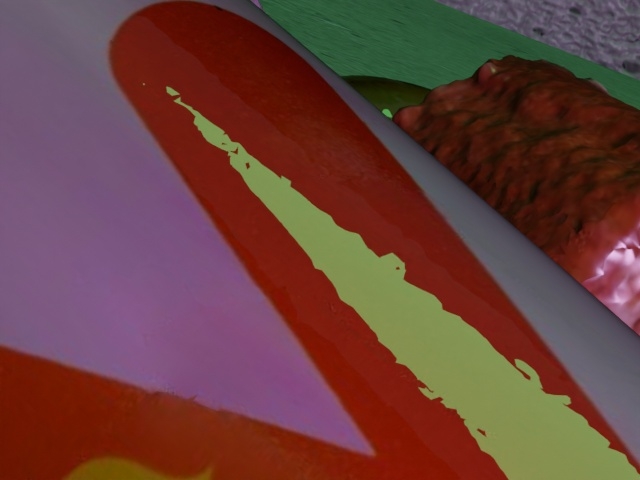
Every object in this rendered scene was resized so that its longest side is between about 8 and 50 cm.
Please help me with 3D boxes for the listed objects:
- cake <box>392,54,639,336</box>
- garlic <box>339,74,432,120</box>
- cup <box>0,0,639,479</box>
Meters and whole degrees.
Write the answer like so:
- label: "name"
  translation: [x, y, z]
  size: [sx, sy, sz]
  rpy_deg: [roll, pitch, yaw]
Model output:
- label: "cake"
  translation: [0.129, 0.060, 0.652]
  size: [0.283, 0.177, 0.151]
  rpy_deg: [19, 12, -33]
- label: "garlic"
  translation: [-0.001, 0.008, 0.774]
  size: [0.128, 0.115, 0.207]
  rpy_deg: [50, 42, 12]
- label: "cup"
  translation: [0.006, 0.067, 0.437]
  size: [0.288, 0.203, 0.203]
  rpy_deg: [37, 19, 31]
